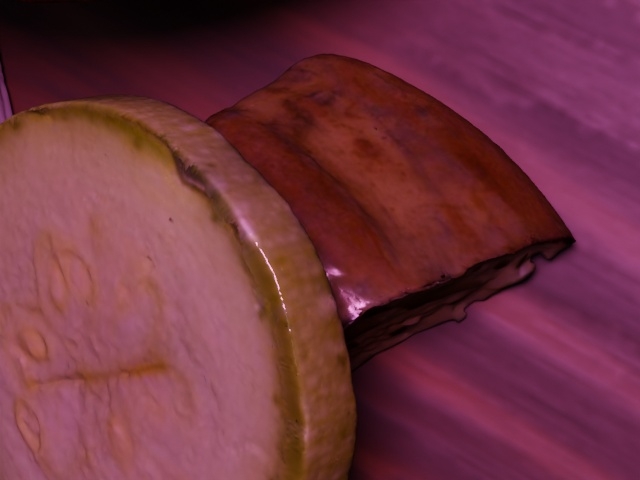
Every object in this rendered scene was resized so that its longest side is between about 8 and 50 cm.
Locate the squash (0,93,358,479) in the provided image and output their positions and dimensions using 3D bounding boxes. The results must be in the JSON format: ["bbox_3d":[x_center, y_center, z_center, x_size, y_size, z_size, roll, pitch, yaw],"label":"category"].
[{"bbox_3d":[-0.078,0.048,0.583,0.219,0.041,0.219,17,116,39],"label":"squash"}]

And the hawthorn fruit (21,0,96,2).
[{"bbox_3d":[-0.090,-0.229,0.556,0.284,0.284,0.284,-1,87,17],"label":"hawthorn fruit"}]

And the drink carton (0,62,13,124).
[{"bbox_3d":[-0.266,-0.044,0.652,0.222,0.134,0.102,-14,85,16],"label":"drink carton"}]

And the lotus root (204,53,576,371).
[{"bbox_3d":[-0.001,-0.002,0.595,0.159,0.095,0.135,-43,73,5],"label":"lotus root"}]
